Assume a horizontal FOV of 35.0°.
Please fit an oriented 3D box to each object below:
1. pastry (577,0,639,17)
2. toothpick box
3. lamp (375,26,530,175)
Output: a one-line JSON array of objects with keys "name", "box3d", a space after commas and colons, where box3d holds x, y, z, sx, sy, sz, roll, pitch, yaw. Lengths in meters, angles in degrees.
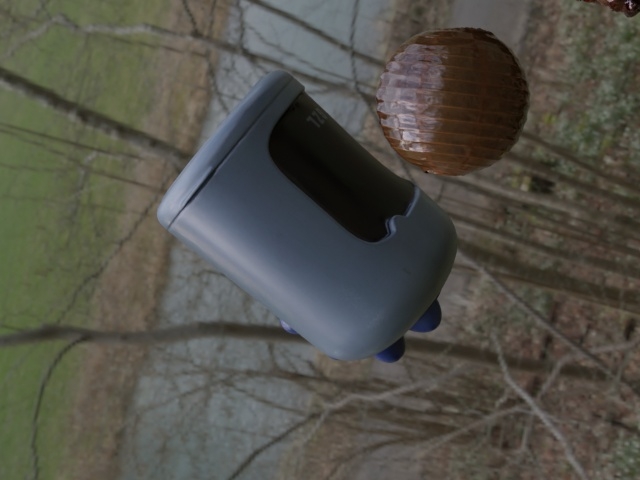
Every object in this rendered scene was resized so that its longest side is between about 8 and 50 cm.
[{"name": "pastry", "box3d": [0.241, -0.301, 0.980, 0.115, 0.208, 0.097, -57, 13, 6]}, {"name": "toothpick box", "box3d": [0.000, 0.000, 1.227, 0.263, 0.355, 0.263, -50, 6, 7]}, {"name": "lamp", "box3d": [0.114, -0.119, 0.877, 0.136, 0.136, 0.136, -165, 90, -70]}]
